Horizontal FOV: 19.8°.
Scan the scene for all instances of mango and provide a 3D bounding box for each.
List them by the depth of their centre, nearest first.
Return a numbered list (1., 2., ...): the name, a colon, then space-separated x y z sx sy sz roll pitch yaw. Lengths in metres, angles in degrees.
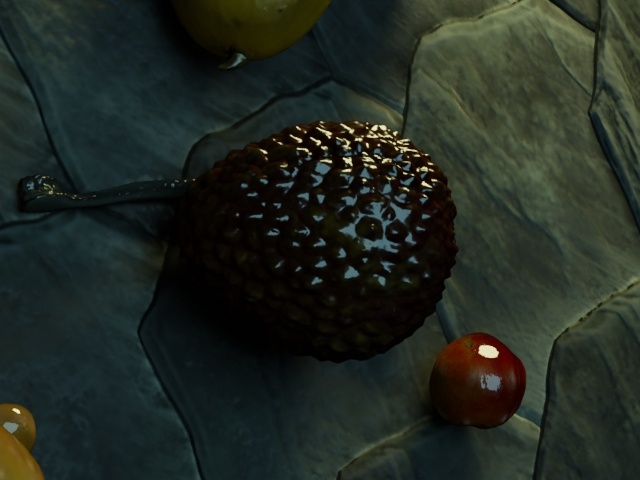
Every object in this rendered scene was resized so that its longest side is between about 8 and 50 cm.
1. mango: -0.051 -0.304 1.782 0.176 0.119 0.316 18 72 13

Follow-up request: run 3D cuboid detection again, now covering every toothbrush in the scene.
1. toothbrush: -0.151 -0.048 1.711 0.297 0.030 0.030 -4 69 -39

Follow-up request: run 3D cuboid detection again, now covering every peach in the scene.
1. peach: 0.160 0.142 1.863 0.101 0.101 0.100 13 68 -36

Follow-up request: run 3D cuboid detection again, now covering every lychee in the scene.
1. lychee: 0.000 0.000 1.690 0.271 0.236 0.236 8 70 -14

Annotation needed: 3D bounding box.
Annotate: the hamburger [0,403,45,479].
1. hamburger: -0.324 0.210 1.339 0.276 0.276 0.236 21 62 -33
